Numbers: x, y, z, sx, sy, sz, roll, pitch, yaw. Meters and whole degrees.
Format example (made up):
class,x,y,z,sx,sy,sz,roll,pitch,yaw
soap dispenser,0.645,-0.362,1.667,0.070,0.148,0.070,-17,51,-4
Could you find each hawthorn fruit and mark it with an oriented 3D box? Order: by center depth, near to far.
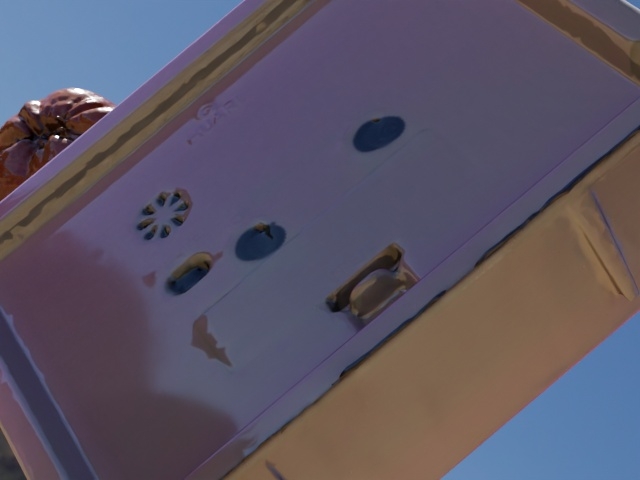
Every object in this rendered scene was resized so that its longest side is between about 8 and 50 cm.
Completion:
class,x,y,z,sx,sy,sz,roll,pitch,yaw
hawthorn fruit,-0.163,-0.033,0.998,0.133,0.133,0.138,21,-33,41

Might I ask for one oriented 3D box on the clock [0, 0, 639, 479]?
class,x,y,z,sx,sy,sz,roll,pitch,yaw
clock,0.000,0.000,0.404,0.150,0.197,0.063,47,-4,46
